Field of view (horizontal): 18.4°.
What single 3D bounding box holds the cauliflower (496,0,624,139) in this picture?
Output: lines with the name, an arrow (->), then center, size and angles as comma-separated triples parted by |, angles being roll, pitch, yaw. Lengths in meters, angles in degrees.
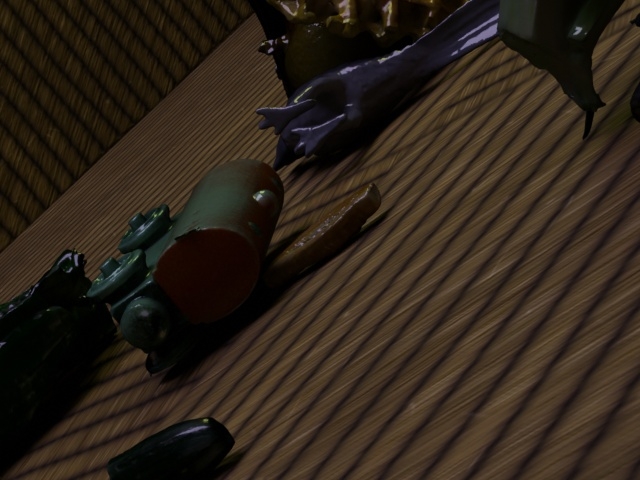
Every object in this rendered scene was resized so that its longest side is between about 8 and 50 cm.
cauliflower -> 0.171, -0.227, 1.379 | 0.239, 0.315, 0.256 | 2, 11, -20

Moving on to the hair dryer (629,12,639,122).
hair dryer -> 0.275, -0.171, 1.392 | 0.303, 0.120, 0.359 | -58, 4, -13

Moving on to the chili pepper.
chili pepper -> -0.345, 0.138, 2.013 | 0.213, 0.167, 0.385 | -4, 23, 48

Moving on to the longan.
longan -> 0.017, -0.223, 2.207 | 0.176, 0.145, 0.154 | 1, 26, 8

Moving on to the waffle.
waffle -> 0.049, -0.324, 2.164 | 0.307, 0.312, 0.060 | -19, -37, -33

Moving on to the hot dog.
hot dog -> 0.001, 0.000, 1.710 | 0.137, 0.028, 0.044 | -37, 10, 22

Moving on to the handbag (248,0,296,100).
handbag -> 0.006, -0.274, 2.333 | 0.089, 0.254, 0.211 | 23, 60, 38

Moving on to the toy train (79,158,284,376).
toy train -> -0.109, 0.012, 1.809 | 0.177, 0.116, 0.285 | -37, 10, 14

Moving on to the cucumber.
cucumber -> -0.103, 0.153, 1.389 | 0.105, 0.048, 0.048 | -34, 12, 29

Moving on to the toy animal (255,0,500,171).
toy animal -> 0.026, -0.144, 2.042 | 0.367, 0.081, 0.206 | -33, -4, 39
